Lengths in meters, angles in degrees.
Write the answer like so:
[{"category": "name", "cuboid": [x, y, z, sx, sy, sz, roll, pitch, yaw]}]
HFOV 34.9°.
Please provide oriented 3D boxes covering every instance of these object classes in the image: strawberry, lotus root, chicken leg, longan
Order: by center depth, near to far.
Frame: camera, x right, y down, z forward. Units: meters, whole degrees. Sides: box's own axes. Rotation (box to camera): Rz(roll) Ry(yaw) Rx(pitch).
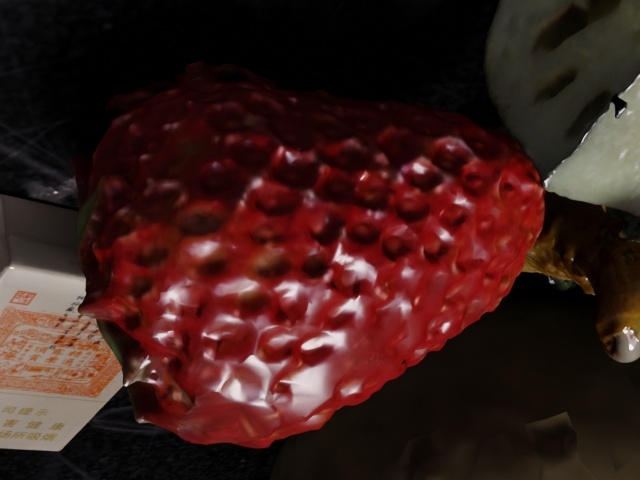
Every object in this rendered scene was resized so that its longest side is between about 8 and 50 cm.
[{"category": "lotus root", "cuboid": [0.256, -0.144, 0.536, 0.260, 0.149, 0.267, 9, 130, -33]}, {"category": "strawberry", "cuboid": [0.000, 0.000, 0.550, 0.244, 0.205, 0.205, -15, 146, -4]}, {"category": "chicken leg", "cuboid": [0.148, -0.005, 0.610, 0.087, 0.251, 0.107, -17, 114, -6]}, {"category": "longan", "cuboid": [0.150, 0.235, 0.806, 0.391, 0.391, 0.391, -14, 146, -10]}]

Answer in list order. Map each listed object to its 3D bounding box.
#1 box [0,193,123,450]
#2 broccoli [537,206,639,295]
[{"category": "box", "cuboid": [-0.190, 0.064, 0.670, 0.141, 0.058, 0.201, 15, 132, -41]}, {"category": "broccoli", "cuboid": [0.283, 0.008, 0.787, 0.304, 0.165, 0.145, 18, 102, -60]}]
